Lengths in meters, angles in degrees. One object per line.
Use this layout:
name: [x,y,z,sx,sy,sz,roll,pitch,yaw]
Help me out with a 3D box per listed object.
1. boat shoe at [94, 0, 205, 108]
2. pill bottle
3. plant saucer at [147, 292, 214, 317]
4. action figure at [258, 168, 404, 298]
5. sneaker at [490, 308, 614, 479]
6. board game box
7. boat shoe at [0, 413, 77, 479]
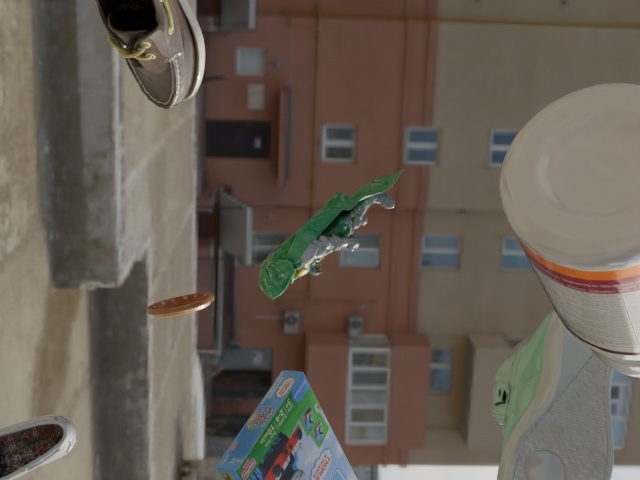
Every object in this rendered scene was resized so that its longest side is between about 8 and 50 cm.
boat shoe: [-0.213,-0.274,1.029,0.096,0.116,0.324,-58,161,-34]
pill bottle: [0.202,0.007,0.578,0.221,0.121,0.121,47,36,-52]
plant saucer: [-0.172,0.081,1.088,0.083,0.083,0.013,-115,-166,-83]
action figure: [0.000,0.000,0.984,0.137,0.063,0.232,-34,-177,42]
sneaker: [0.210,0.191,0.851,0.256,0.094,0.151,-64,-179,-32]
board game box: [-0.030,0.289,1.059,0.160,0.039,0.211,-53,129,-43]
boat shoe: [-0.341,0.228,0.896,0.063,0.184,0.066,121,-48,-73]
